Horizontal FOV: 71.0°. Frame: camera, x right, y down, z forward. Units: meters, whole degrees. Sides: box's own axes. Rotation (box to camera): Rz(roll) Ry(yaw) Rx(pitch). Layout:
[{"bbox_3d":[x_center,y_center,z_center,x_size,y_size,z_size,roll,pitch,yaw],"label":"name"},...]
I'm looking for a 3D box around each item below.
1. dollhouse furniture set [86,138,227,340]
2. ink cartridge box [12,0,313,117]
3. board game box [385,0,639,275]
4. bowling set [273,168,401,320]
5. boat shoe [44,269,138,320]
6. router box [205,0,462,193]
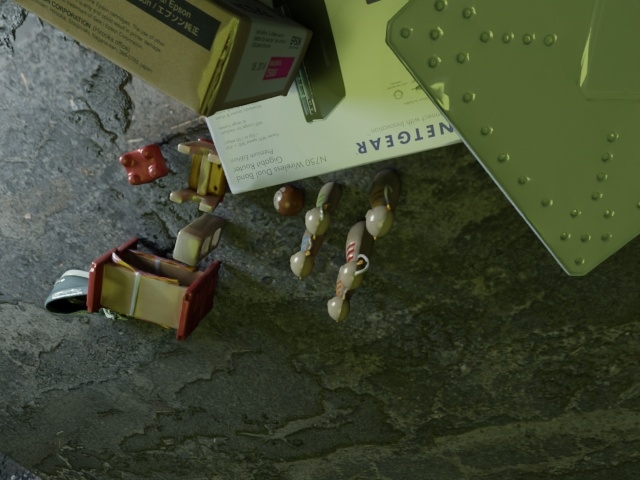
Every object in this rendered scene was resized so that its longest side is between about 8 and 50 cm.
[{"bbox_3d":[-0.287,-0.020,0.841,0.201,0.152,0.374,18,110,3],"label":"dollhouse furniture set"},{"bbox_3d":[-0.130,-0.220,0.445,0.193,0.235,0.088,30,115,0],"label":"ink cartridge box"},{"bbox_3d":[0.330,-0.213,0.492,0.390,0.050,0.390,-42,107,11],"label":"board game box"},{"bbox_3d":[0.000,0.000,0.747,0.199,0.154,0.287,17,127,2],"label":"bowling set"},{"bbox_3d":[-0.460,0.148,1.009,0.319,0.099,0.116,10,126,8],"label":"boat shoe"},{"bbox_3d":[-0.004,-0.243,0.581,0.335,0.082,0.301,-11,110,19],"label":"router box"}]
